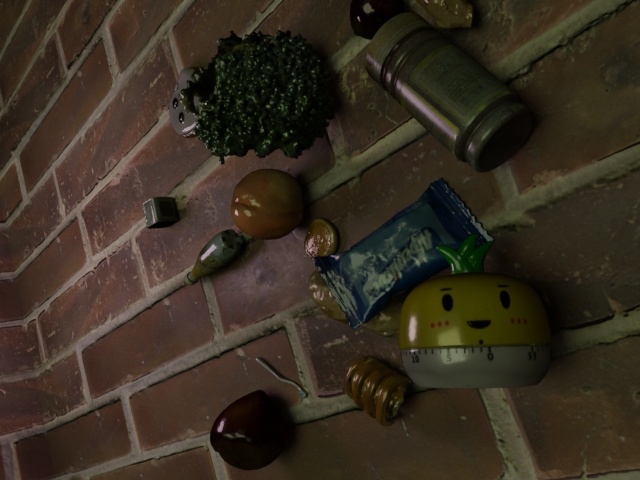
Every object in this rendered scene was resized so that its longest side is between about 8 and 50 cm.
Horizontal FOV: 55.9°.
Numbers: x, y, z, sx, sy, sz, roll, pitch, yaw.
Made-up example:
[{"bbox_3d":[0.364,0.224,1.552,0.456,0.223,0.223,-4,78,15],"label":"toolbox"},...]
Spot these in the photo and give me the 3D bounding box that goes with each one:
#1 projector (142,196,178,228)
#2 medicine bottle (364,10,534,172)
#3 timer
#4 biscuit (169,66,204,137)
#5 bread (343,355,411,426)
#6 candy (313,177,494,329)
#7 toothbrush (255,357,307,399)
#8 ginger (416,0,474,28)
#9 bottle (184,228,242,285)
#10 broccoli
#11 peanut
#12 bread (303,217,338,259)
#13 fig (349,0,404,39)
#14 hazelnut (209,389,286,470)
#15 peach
[{"bbox_3d":[-0.510,-0.088,1.916,0.083,0.083,0.082,-22,78,43],"label":"projector"},{"bbox_3d":[0.235,-0.279,1.132,0.322,0.151,0.151,51,125,28],"label":"medicine bottle"},{"bbox_3d":[0.265,0.121,1.068,0.285,0.285,0.285,4,96,44],"label":"timer"},{"bbox_3d":[-0.397,-0.409,1.810,0.181,0.049,0.208,51,124,30],"label":"biscuit"},{"bbox_3d":[0.122,0.331,1.338,0.177,0.084,0.119,25,110,45],"label":"bread"},{"bbox_3d":[0.158,0.022,1.218,0.331,0.077,0.187,-36,66,10],"label":"candy"},{"bbox_3d":[-0.106,0.361,1.605,0.204,0.017,0.022,28,93,39],"label":"toothbrush"},{"bbox_3d":[0.193,-0.600,1.174,0.363,0.122,0.348,18,97,32],"label":"ginger"},{"bbox_3d":[-0.319,0.060,1.745,0.270,0.083,0.083,-41,65,42],"label":"bottle"},{"bbox_3d":[-0.146,-0.330,1.407,0.272,0.324,0.334,-31,60,51],"label":"broccoli"},{"bbox_3d":[0.090,0.134,1.323,0.290,0.130,0.130,16,104,43],"label":"peanut"},{"bbox_3d":[0.000,0.000,1.469,0.110,0.024,0.110,5,97,44],"label":"bread"},{"bbox_3d":[0.110,-0.473,1.284,0.109,0.103,0.155,35,162,-5],"label":"fig"},{"bbox_3d":[-0.183,0.492,1.592,0.208,0.208,0.208,4,96,44],"label":"hazelnut"},{"bbox_3d":[-0.134,-0.088,1.491,0.184,0.184,0.184,4,96,44],"label":"peach"}]
